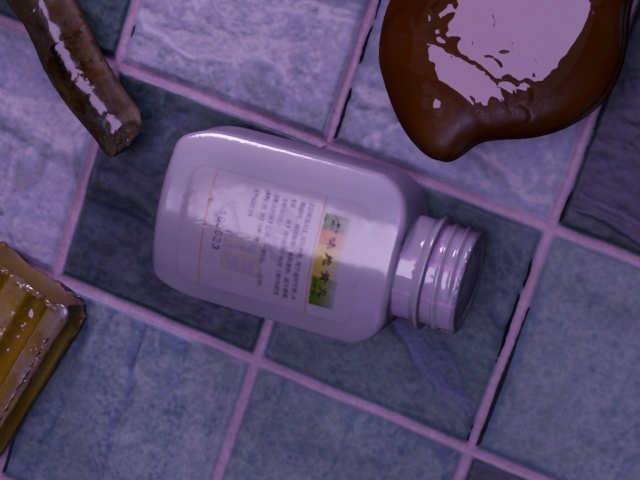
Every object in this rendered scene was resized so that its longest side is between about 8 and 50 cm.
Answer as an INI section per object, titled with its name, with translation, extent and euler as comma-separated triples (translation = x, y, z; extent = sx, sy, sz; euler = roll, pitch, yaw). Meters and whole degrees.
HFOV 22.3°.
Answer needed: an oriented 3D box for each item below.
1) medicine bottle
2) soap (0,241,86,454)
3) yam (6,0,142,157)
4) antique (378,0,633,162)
[medicine bottle]
translation = 0.000, 0.000, 1.653
extent = 0.324, 0.124, 0.179
euler = 15, 102, 16
[soap]
translation = -0.371, 0.130, 1.809
extent = 0.135, 0.076, 0.233
euler = 35, 105, 10
[yam]
translation = -0.286, -0.233, 1.737
extent = 0.067, 0.071, 0.317
euler = -31, 87, -18
[antique]
translation = 0.183, -0.200, 1.563
extent = 0.223, 0.129, 0.278
euler = 42, 107, 8
